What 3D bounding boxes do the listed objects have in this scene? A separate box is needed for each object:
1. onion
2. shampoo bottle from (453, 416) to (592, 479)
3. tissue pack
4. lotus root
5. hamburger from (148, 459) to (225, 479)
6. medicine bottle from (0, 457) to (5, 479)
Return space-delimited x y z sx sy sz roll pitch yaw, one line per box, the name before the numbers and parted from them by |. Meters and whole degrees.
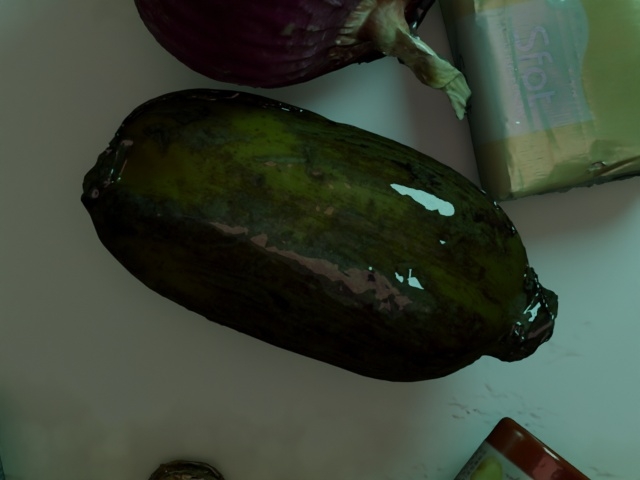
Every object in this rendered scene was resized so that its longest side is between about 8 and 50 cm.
onion | -0.023 -0.246 1.028 0.272 0.230 0.256 17 103 26
shampoo bottle | 0.112 0.288 1.113 0.104 0.104 0.278 38 89 -1
tissue pack | 0.208 -0.154 1.126 0.186 0.090 0.222 -11 90 -2
lotus root | 0.000 0.000 1.075 0.397 0.179 0.196 21 91 0
hamburger | -0.116 0.232 1.137 0.076 0.044 0.083 11 91 -3
medicine bottle | -0.320 0.245 1.087 0.135 0.135 0.215 -13 90 -2
